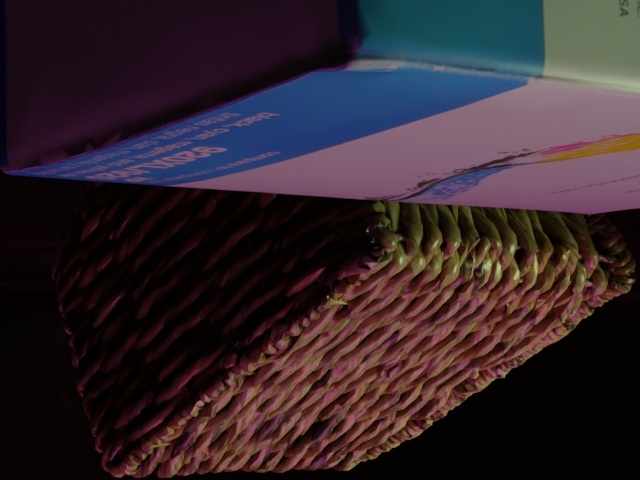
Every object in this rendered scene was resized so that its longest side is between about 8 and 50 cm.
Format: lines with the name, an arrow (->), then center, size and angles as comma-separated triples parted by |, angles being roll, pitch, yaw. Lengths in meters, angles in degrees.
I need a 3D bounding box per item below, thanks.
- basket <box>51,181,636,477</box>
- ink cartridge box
basket -> 0.000, 0.000, 0.983 | 0.223, 0.213, 0.299 | 5, 145, -41
ink cartridge box -> 0.049, -0.104, 0.440 | 0.232, 0.171, 0.168 | 3, 171, -35
